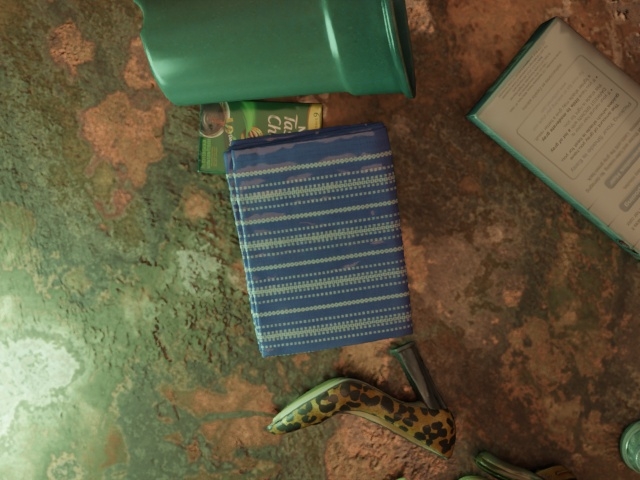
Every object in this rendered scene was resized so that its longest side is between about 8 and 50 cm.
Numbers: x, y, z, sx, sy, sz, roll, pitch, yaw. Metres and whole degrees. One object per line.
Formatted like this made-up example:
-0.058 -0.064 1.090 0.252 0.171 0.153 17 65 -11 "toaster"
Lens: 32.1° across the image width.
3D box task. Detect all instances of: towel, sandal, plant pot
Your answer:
0.000 0.000 1.652 0.243 0.040 0.336 -9 106 -1 "towel"
0.341 0.363 1.694 0.219 0.090 0.060 25 73 4 "sandal"
-0.061 -0.333 1.509 0.334 0.341 0.341 -9 95 8 "plant pot"

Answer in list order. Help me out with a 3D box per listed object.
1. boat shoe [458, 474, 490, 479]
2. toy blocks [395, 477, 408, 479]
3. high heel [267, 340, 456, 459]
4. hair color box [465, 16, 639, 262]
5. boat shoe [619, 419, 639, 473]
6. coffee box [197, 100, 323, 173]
0.226 0.503 1.691 0.105 0.089 0.285 6 95 0 "boat shoe"
0.122 0.456 1.704 0.123 0.054 0.148 -33 95 3 "toy blocks"
0.068 0.287 1.665 0.261 0.093 0.186 -25 89 -7 "high heel"
0.417 -0.133 1.622 0.374 0.113 0.185 39 94 -3 "hair color box"
0.619 0.328 1.670 0.320 0.103 0.118 6 95 -1 "boat shoe"
-0.088 -0.153 1.653 0.184 0.040 0.113 4 95 -1 "coffee box"
